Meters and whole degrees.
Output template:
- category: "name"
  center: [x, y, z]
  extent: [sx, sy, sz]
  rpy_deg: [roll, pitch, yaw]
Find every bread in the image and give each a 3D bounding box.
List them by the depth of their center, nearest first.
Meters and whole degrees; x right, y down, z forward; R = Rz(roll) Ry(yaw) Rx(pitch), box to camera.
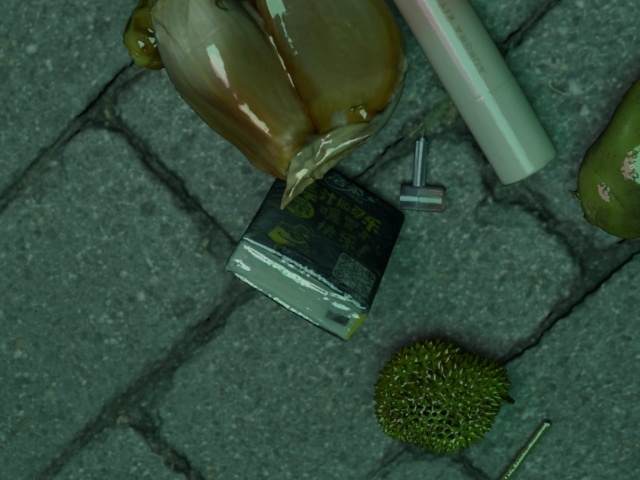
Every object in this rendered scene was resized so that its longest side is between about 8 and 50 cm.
- category: "bread"
  center: [-0.140, -0.375, 1.897]
  extent: [0.367, 0.084, 0.077]
  rpy_deg: [-51, 51, 20]

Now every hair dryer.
- category: "hair dryer"
  center: [0.142, -0.096, 1.974]
  extent: [0.063, 0.037, 0.114]
  rpy_deg: [4, 101, 5]

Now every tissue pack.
- category: "tissue pack"
  center: [0.000, 0.000, 1.897]
  extent: [0.185, 0.257, 0.081]
  rpy_deg: [32, 121, -3]

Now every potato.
- category: "potato"
  center: [0.435, -0.118, 1.872]
  extent: [0.169, 0.143, 0.248]
  rpy_deg: [14, 108, -37]

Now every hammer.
- category: "hammer"
  center: [0.271, 0.337, 2.083]
  extent: [0.028, 0.060, 0.195]
  rpy_deg: [33, 104, -3]

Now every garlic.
- category: "garlic"
  center: [-0.053, -0.225, 1.859]
  extent: [0.286, 0.249, 0.313]
  rpy_deg: [-38, 85, 26]

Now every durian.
- category: "durian"
  center: [0.169, 0.211, 1.997]
  extent: [0.198, 0.159, 0.146]
  rpy_deg: [-1, 113, 8]

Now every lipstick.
- category: "lipstick"
  center: [0.193, -0.231, 1.893]
  extent: [0.087, 0.087, 0.327]
  rpy_deg: [-29, 101, 15]
